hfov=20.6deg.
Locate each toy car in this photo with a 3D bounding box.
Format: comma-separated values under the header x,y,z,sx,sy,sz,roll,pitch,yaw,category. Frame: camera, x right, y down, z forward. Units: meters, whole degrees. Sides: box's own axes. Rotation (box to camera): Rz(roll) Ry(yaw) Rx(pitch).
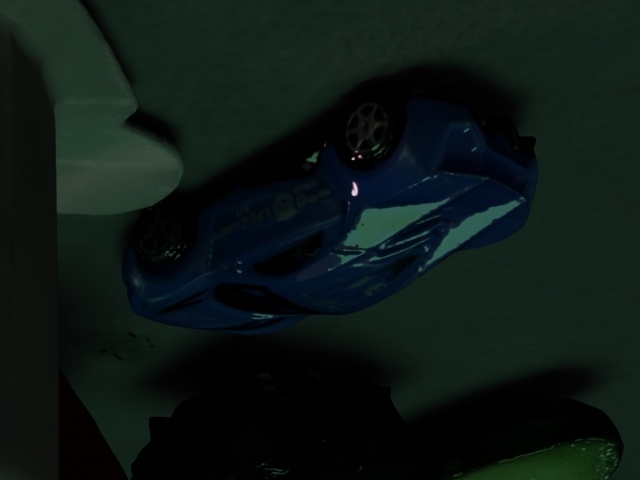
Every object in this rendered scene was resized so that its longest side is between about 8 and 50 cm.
x,y,z,sx,sy,sz,roll,pitch,yaw,category
0.000,0.000,0.813,0.216,0.063,0.103,-27,149,29,toy car

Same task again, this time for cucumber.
x,y,z,sx,sy,sz,roll,pitch,yaw,category
0.088,0.157,1.141,0.244,0.063,0.115,-27,140,29,cucumber

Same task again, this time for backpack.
x,y,z,sx,sy,sz,roll,pitch,yaw,category
-0.021,0.123,1.001,0.120,0.106,0.165,-26,170,33,backpack

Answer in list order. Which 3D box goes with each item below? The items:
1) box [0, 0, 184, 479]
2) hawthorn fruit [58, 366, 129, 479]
x,y,z,sx,sy,sz,roll,pitch,yaw,category
-0.178,0.036,0.667,0.291,0.206,0.262,15,144,-35,box
-0.198,0.155,0.887,0.224,0.224,0.261,-9,162,-2,hawthorn fruit
